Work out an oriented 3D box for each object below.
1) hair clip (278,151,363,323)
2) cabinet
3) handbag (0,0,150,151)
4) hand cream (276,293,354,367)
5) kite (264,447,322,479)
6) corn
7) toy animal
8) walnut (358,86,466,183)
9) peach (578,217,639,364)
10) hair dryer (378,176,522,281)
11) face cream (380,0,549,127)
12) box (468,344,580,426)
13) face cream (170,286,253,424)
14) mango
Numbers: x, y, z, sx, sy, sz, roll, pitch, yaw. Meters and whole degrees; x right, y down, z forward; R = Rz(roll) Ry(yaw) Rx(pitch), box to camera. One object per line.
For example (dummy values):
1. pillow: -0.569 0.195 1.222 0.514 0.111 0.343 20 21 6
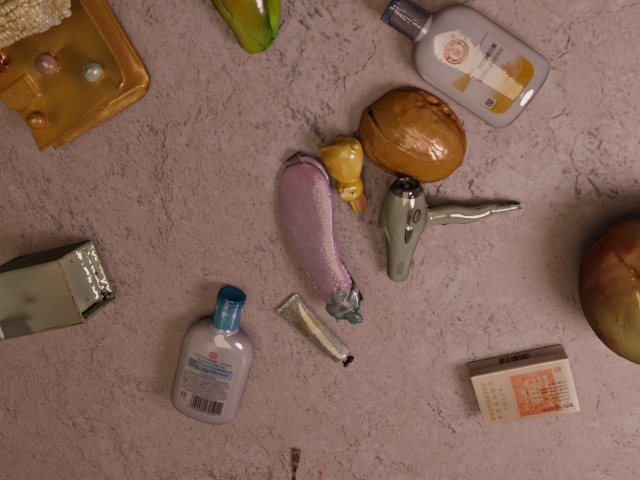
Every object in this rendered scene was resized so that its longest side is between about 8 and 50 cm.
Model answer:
1. hair clip: -0.002 0.001 1.179 0.096 0.110 0.358 -30 105 -23
2. cabinet: -0.584 0.103 1.266 0.206 0.150 0.145 -12 105 13
3. handbag: -0.533 -0.385 1.076 0.283 0.133 0.401 -24 107 23
4. hand cream: -0.006 0.201 1.277 0.194 0.042 0.067 43 114 -5
5. kite: -0.069 0.616 1.479 0.198 0.006 0.244 2 113 8
6. corn: -0.497 -0.364 0.958 0.211 0.087 0.087 -4 112 19
7. toy animal: 0.057 -0.115 1.117 0.083 0.070 0.159 16 131 43
8. walnut: 0.169 -0.181 1.064 0.211 0.087 0.167 28 113 -3
9. peach: 0.600 0.082 1.026 0.292 0.247 0.292 16 129 20
10. hair dryer: 0.226 -0.003 1.140 0.267 0.092 0.229 10 129 -14
11. face cream: 0.238 -0.321 1.003 0.291 0.071 0.144 34 113 -5
12. box: 0.428 0.309 1.244 0.201 0.058 0.141 -14 109 13
13. face cream: -0.234 0.257 1.314 0.163 0.080 0.336 18 114 2
14. mango: -0.134 -0.432 0.998 0.125 0.111 0.232 8 126 18
